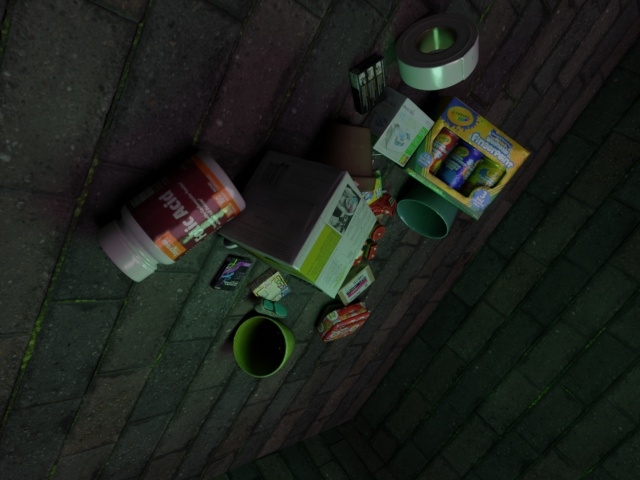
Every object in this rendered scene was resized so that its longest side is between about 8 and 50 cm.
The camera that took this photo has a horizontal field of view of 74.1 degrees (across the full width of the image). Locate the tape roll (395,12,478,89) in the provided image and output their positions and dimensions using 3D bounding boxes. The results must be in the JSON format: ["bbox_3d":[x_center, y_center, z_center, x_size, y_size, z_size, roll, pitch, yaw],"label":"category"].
[{"bbox_3d":[0.414,-0.672,1.508,0.286,0.286,0.100,-41,145,-7],"label":"tape roll"}]

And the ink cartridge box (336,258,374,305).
[{"bbox_3d":[0.178,0.229,2.358,0.234,0.088,0.193,-41,144,-8],"label":"ink cartridge box"}]

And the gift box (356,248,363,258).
[{"bbox_3d":[0.000,0.000,1.761,0.258,0.255,0.276,-46,132,4],"label":"gift box"}]

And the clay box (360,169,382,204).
[{"bbox_3d":[0.207,-0.222,1.954,0.222,0.053,0.128,-34,141,-16],"label":"clay box"}]

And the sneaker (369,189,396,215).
[{"bbox_3d":[0.272,-0.153,2.028,0.221,0.128,0.087,-35,144,-16],"label":"sneaker"}]

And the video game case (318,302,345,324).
[{"bbox_3d":[0.071,0.432,2.514,0.157,0.019,0.143,-4,129,-45],"label":"video game case"}]

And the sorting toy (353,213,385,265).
[{"bbox_3d":[0.213,0.006,2.164,0.257,0.089,0.256,-19,138,-33],"label":"sorting toy"}]

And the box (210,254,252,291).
[{"bbox_3d":[-0.365,0.136,1.742,0.116,0.029,0.162,17,114,-53],"label":"box"}]

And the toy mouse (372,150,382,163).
[{"bbox_3d":[0.189,-0.348,1.791,0.143,0.031,0.161,-22,152,9],"label":"toy mouse"}]

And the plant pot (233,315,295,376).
[{"bbox_3d":[-0.236,0.506,2.085,0.275,0.274,0.293,-50,161,6],"label":"plant pot"}]

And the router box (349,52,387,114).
[{"bbox_3d":[0.181,-0.576,1.571,0.133,0.046,0.179,-37,145,-13],"label":"router box"}]

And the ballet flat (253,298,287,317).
[{"bbox_3d":[-0.236,0.317,1.967,0.068,0.072,0.213,-22,150,19],"label":"ballet flat"}]

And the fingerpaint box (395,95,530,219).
[{"bbox_3d":[0.635,-0.368,1.915,0.444,0.163,0.371,31,105,-14],"label":"fingerpaint box"}]

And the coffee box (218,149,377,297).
[{"bbox_3d":[-0.064,-0.053,1.459,0.338,0.337,0.334,-61,147,-11],"label":"coffee box"}]

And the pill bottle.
[{"bbox_3d":[-0.442,-0.071,1.273,0.392,0.224,0.224,-39,145,-10],"label":"pill bottle"}]

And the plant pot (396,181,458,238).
[{"bbox_3d":[0.580,-0.193,2.190,0.235,0.292,0.293,-52,148,-18],"label":"plant pot"}]

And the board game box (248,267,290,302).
[{"bbox_3d":[-0.231,0.221,1.955,0.146,0.045,0.194,-38,145,-11],"label":"board game box"}]

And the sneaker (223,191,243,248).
[{"bbox_3d":[-0.290,-0.083,1.548,0.226,0.086,0.163,-39,144,-7],"label":"sneaker"}]

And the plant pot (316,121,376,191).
[{"bbox_3d":[0.095,-0.320,1.599,0.262,0.263,0.230,-8,114,-42],"label":"plant pot"}]

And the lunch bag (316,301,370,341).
[{"bbox_3d":[0.139,0.456,2.444,0.292,0.120,0.258,-12,147,-37],"label":"lunch bag"}]

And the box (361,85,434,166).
[{"bbox_3d":[0.311,-0.466,1.756,0.261,0.127,0.231,15,116,-51],"label":"box"}]
